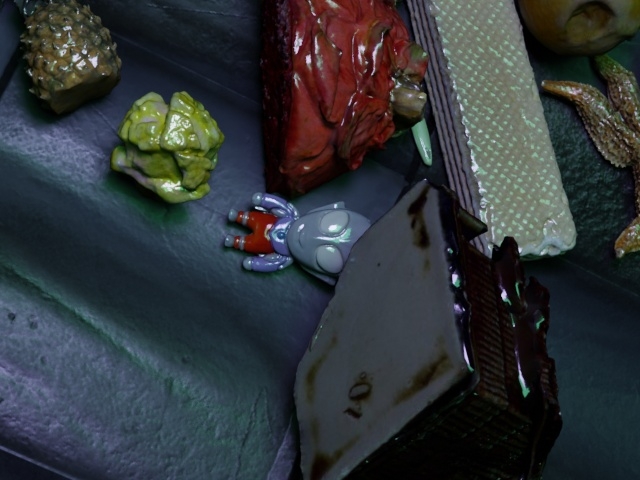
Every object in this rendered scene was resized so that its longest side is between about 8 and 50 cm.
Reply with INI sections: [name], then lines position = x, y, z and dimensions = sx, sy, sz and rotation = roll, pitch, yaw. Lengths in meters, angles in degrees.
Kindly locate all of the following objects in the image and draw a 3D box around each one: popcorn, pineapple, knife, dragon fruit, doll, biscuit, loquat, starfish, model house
[popcorn]
position = -0.174, -0.108, 1.401
dimensions = 0.126, 0.145, 0.126
rotation = 27, 76, -15
[pineapple]
position = -0.321, -0.274, 1.429
dimensions = 0.125, 0.125, 0.251
rotation = -17, 75, -21
[knife]
position = 0.120, -0.194, 1.584
dimensions = 0.030, 0.014, 0.207
rotation = -10, 77, -17
[dragon fruit]
position = 0.042, -0.212, 1.455
dimensions = 0.205, 0.152, 0.317
rotation = -2, 89, -17
[doll]
position = 0.000, 0.000, 1.463
dimensions = 0.227, 0.075, 0.102
rotation = 10, 89, -3
[biscuit]
position = 0.216, -0.176, 1.574
dimensions = 0.144, 0.078, 0.426
rotation = -7, 77, -20
[loquat]
position = 0.347, -0.335, 1.591
dimensions = 0.179, 0.179, 0.227
rotation = 25, 35, -9
[starfish]
position = 0.451, -0.161, 1.640
dimensions = 0.301, 0.084, 0.293
rotation = -24, 84, -17
[model house]
position = 0.142, 0.148, 1.417
dimensions = 0.282, 0.297, 0.317
rotation = 23, 49, -43
